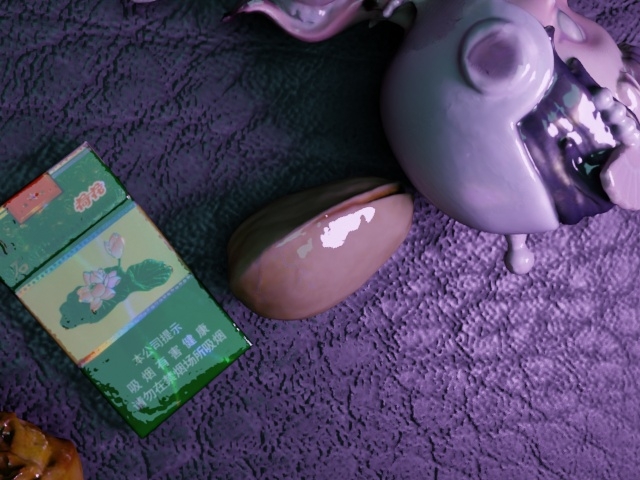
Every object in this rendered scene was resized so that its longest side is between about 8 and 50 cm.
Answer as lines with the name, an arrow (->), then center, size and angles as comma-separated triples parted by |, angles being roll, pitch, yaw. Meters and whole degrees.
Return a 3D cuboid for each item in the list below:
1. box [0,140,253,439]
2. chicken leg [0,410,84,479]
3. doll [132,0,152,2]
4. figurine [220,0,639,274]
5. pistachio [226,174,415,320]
box -> -0.182, 0.045, 0.782 | 0.132, 0.034, 0.235 | -39, 102, -10
chicken leg -> -0.373, 0.272, 0.639 | 0.409, 0.295, 0.182 | -34, 83, 0
doll -> -0.138, -0.304, 0.757 | 0.104, 0.071, 0.214 | 3, 85, -24
figurine -> 0.119, -0.157, 0.773 | 0.361, 0.253, 0.211 | 39, 126, -7
pistachio -> 0.000, 0.000, 0.790 | 0.185, 0.126, 0.108 | -28, 69, -18
